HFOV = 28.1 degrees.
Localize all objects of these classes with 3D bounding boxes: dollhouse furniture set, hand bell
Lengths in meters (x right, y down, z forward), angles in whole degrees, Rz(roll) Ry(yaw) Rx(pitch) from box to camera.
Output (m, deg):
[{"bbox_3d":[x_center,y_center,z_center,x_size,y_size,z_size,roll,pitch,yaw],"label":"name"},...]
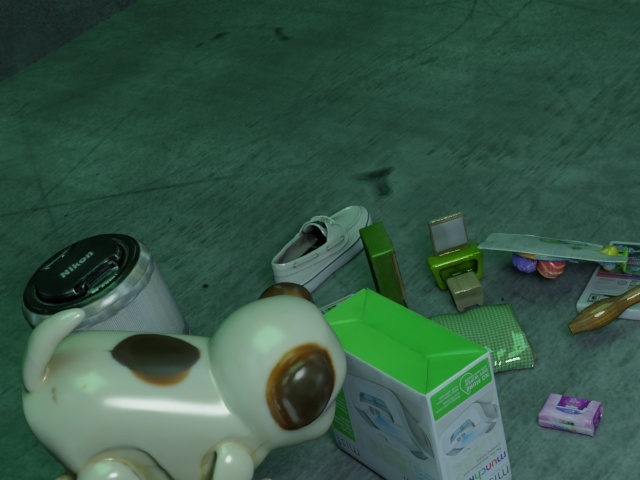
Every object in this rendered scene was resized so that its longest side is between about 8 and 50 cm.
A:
[{"bbox_3d":[0.201,0.086,2.049,0.197,0.151,0.301,-17,32,-2],"label":"dollhouse furniture set"},{"bbox_3d":[0.489,0.079,1.961,0.242,0.126,0.126,-27,32,4],"label":"hand bell"}]

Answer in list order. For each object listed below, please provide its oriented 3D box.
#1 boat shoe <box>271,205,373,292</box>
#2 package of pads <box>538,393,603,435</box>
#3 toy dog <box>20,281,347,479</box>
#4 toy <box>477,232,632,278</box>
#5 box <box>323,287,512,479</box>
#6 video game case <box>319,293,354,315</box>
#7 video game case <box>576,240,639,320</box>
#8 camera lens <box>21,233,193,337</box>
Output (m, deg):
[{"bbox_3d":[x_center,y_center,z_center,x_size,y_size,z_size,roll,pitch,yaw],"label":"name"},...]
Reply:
[{"bbox_3d":[0.000,0.000,2.330,0.096,0.088,0.267,15,43,40],"label":"boat shoe"},{"bbox_3d":[0.359,0.249,1.839,0.083,0.032,0.050,6,39,31],"label":"package of pads"},{"bbox_3d":[-0.164,0.203,1.714,0.407,0.395,0.284,-17,25,2],"label":"toy dog"},{"bbox_3d":[0.384,0.031,2.096,0.237,0.056,0.137,3,10,17],"label":"toy"},{"bbox_3d":[0.125,0.225,1.790,0.126,0.231,0.262,-30,35,-27],"label":"box"},{"bbox_3d":[0.026,0.156,2.142,0.143,0.019,0.157,-24,32,-13],"label":"video game case"},{"bbox_3d":[0.536,0.067,2.057,0.201,0.023,0.183,5,37,31],"label":"video game case"},{"bbox_3d":[-0.332,0.143,2.055,0.219,0.274,0.219,-17,32,11],"label":"camera lens"}]
